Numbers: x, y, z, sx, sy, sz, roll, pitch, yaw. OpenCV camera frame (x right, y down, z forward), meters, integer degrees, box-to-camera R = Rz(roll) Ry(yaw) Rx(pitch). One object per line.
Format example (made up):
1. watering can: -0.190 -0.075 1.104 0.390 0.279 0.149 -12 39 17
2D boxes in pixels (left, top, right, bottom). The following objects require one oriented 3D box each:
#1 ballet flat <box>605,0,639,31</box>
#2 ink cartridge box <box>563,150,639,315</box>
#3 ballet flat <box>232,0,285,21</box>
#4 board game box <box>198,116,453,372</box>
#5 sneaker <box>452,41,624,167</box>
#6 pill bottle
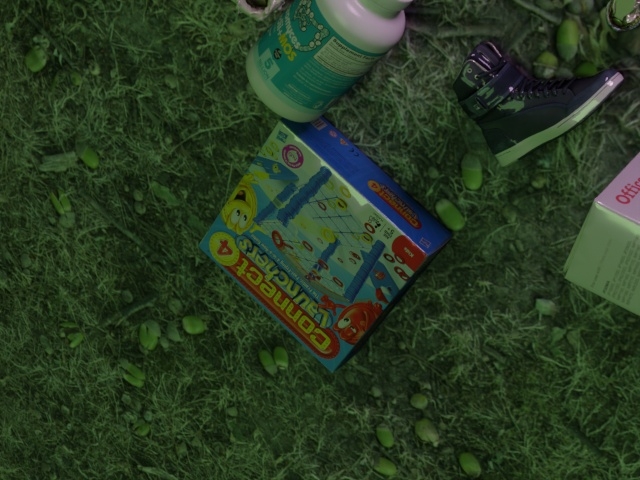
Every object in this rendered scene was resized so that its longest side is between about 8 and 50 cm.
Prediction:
1. ballet flat: 0.412 -0.337 1.736 0.070 0.070 0.188 32 127 16
2. ink cartridge box: 0.496 0.024 1.757 0.306 0.226 0.131 29 125 18
3. ballet flat: -0.034 -0.473 1.915 0.147 0.147 0.409 34 130 15
4. board game box: 0.000 0.000 2.165 0.308 0.086 0.302 42 129 9
5. sneaker: 0.281 -0.212 1.871 0.226 0.086 0.163 -31 97 41
6. pill bottle: 0.020 -0.294 1.966 0.146 0.146 0.264 50 129 2
